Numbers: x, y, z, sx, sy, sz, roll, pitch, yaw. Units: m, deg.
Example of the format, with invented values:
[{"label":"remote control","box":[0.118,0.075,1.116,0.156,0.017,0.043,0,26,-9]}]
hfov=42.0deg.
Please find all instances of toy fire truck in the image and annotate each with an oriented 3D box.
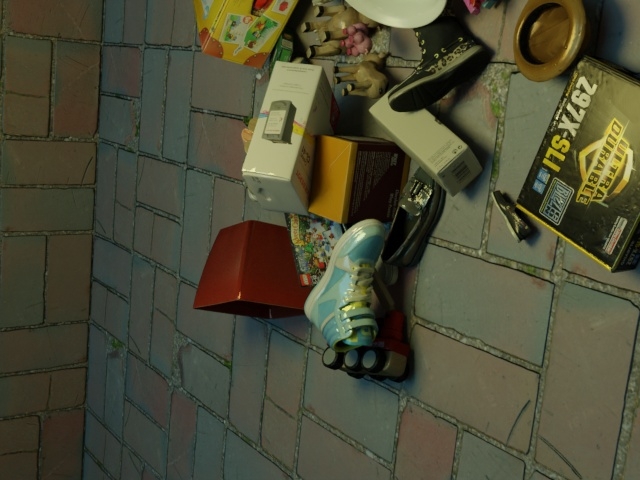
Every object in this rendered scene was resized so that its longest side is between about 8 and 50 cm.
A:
[{"label":"toy fire truck","box":[0.117,0.208,2.062,0.217,0.158,0.246,-5,65,49]}]

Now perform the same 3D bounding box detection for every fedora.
[{"label":"fedora","box":[0.453,-0.391,1.596,0.194,0.079,0.194,-5,85,62]}]

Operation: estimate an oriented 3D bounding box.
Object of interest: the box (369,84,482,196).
[{"label":"box","box":[0.232,-0.225,1.864,0.094,0.113,0.275,-42,52,3]}]

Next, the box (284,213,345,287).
[{"label":"box","box":[0.000,0.000,2.179,0.159,0.044,0.233,-9,97,29]}]

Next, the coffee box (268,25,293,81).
[{"label":"coffee box","box":[-0.108,-0.517,2.316,0.184,0.040,0.113,-94,23,-58]}]

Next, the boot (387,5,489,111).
[{"label":"boot","box":[0.231,-0.400,1.837,0.236,0.085,0.178,-30,58,9]}]

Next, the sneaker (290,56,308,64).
[{"label":"sneaker","box":[-0.034,-0.333,2.246,0.131,0.148,0.350,86,-170,-69]}]

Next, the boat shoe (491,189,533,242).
[{"label":"boat shoe","box":[0.398,-0.056,1.734,0.042,0.049,0.133,-36,52,17]}]

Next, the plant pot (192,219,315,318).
[{"label":"plant pot","box":[-0.176,0.082,2.347,0.267,0.267,0.235,-15,69,53]}]

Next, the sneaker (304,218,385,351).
[{"label":"sneaker","box":[0.094,0.123,1.930,0.319,0.127,0.208,-63,38,28]}]

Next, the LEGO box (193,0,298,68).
[{"label":"LEGO box","box":[-0.169,-0.790,2.263,0.500,0.193,0.372,-54,38,40]}]

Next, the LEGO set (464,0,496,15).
[{"label":"LEGO set","box":[0.333,-0.578,1.756,0.093,0.087,0.227,-49,48,39]}]

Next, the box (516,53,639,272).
[{"label":"box","box":[0.524,-0.144,1.529,0.257,0.079,0.322,46,127,44]}]

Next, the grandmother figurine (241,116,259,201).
[{"label":"grandmother figurine","box":[-0.170,-0.213,2.344,0.342,0.104,0.207,101,-174,-65]}]

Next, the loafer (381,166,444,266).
[{"label":"loafer","box":[0.213,-0.056,1.942,0.096,0.084,0.267,38,122,46]}]

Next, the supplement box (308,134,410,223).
[{"label":"supplement box","box":[0.096,-0.148,2.002,0.129,0.194,0.191,23,110,50]}]

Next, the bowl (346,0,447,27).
[{"label":"bowl","box":[0.160,-0.607,1.771,0.298,0.298,0.134,-7,48,53]}]

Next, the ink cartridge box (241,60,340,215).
[{"label":"ink cartridge box","box":[-0.065,-0.243,2.018,0.131,0.226,0.306,9,71,16]}]

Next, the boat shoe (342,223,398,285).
[{"label":"boat shoe","box":[0.114,0.018,2.081,0.079,0.081,0.227,-54,51,40]}]

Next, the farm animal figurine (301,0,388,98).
[{"label":"farm animal figurine","box":[0.084,-0.509,2.039,0.327,0.172,0.330,-165,68,-65]}]
